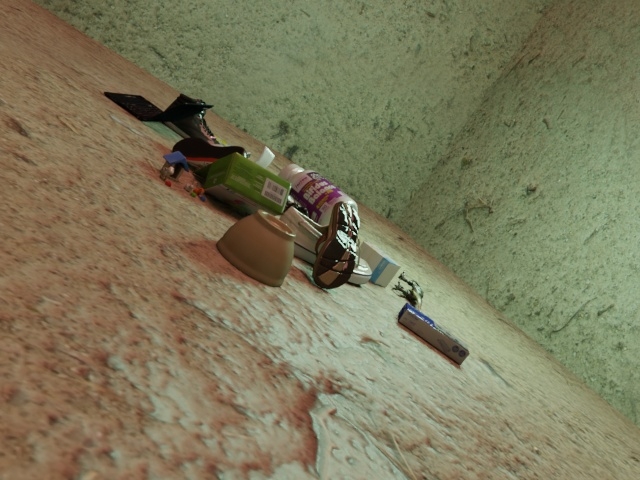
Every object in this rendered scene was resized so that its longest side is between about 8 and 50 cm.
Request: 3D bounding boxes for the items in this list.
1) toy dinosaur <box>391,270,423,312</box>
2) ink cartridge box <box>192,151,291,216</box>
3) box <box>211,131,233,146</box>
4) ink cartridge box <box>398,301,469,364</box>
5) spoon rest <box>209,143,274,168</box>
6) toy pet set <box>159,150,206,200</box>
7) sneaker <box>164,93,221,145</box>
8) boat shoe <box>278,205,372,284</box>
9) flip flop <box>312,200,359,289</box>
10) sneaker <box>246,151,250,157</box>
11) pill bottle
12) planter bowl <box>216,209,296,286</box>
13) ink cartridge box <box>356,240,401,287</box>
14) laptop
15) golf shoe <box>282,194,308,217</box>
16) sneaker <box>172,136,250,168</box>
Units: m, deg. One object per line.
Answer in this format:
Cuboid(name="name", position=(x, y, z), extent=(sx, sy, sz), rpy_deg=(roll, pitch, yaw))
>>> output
Cuboid(name="toy dinosaur", position=(0.308, 0.173, 1.998), extent=(0.118, 0.064, 0.268), rpy_deg=(41, 13, 1))
Cuboid(name="ink cartridge box", position=(-0.233, -0.134, 1.608), extent=(0.188, 0.097, 0.255), rpy_deg=(28, -23, -32))
Cuboid(name="box", position=(-0.431, -0.403, 2.368), extent=(0.179, 0.043, 0.105), rpy_deg=(35, 10, -13))
Cuboid(name="ink cartridge box", position=(0.313, 0.257, 1.631), extent=(0.207, 0.046, 0.097), rpy_deg=(35, 9, 2))
Cuboid(name="spoon rest", position=(-0.279, -0.252, 1.846), extent=(0.276, 0.084, 0.137), rpy_deg=(5, -24, 34))
Cuboid(name="toy pet set", position=(-0.338, -0.168, 1.452), extent=(0.122, 0.065, 0.114), rpy_deg=(24, 14, -49))
Cuboid(name="sneaker", position=(-0.437, -0.428, 2.147), extent=(0.295, 0.147, 0.104), rpy_deg=(35, 9, 3))
Cuboid(name="boat shoe", position=(0.035, -0.003, 1.632), extent=(0.367, 0.156, 0.136), rpy_deg=(28, 12, -33))
Cuboid(name="flip flop", position=(0.031, 0.014, 1.496), extent=(0.112, 0.080, 0.277), rpy_deg=(41, 43, -29))
Cuboid(name="sneaker", position=(-0.328, -0.332, 2.300), extent=(0.071, 0.068, 0.170), rpy_deg=(30, 9, 11))
Cuboid(name="pill bottle", position=(-0.024, -0.150, 2.113), extent=(0.301, 0.169, 0.169), rpy_deg=(39, 11, 28))
Cuboid(name="planter bowl", position=(-0.119, 0.005, 1.216), extent=(0.162, 0.109, 0.162), rpy_deg=(33, 10, -7))
Cuboid(name="ink cartridge box", position=(0.172, 0.073, 1.926), extent=(0.143, 0.090, 0.092), rpy_deg=(41, 12, 32))
Cuboid(name="laptop", position=(-0.544, -0.477, 1.991), extent=(0.264, 0.137, 0.234), rpy_deg=(35, 16, 5))
Cuboid(name="golf shoe", position=(-0.123, -0.124, 1.986), extent=(0.198, 0.077, 0.094), rpy_deg=(43, 0, 11))
Cuboid(name="sneaker", position=(-0.317, -0.219, 1.755), extent=(0.270, 0.090, 0.145), rpy_deg=(13, -37, 27))
